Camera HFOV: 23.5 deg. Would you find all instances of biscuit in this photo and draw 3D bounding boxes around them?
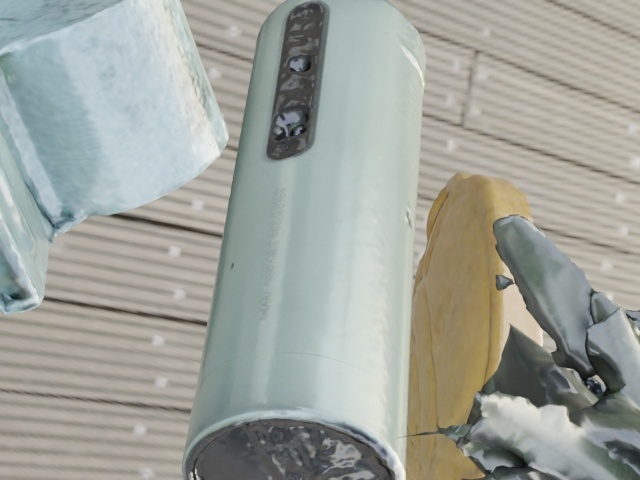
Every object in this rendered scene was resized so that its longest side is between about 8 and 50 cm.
[{"bbox_3d":[0.118,0.119,1.340,0.057,0.312,0.351,7,126,-9],"label":"biscuit"}]

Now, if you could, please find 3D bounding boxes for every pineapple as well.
[{"bbox_3d":[0.173,0.128,0.522,0.364,0.165,0.165,40,67,-11],"label":"pineapple"}]

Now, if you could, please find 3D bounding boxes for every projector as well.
[{"bbox_3d":[0.000,0.000,0.829,0.108,0.108,0.337,52,29,-35],"label":"projector"}]

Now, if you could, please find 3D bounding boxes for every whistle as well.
[{"bbox_3d":[-0.222,-0.095,1.253,0.405,0.188,0.168,-51,130,-49],"label":"whistle"}]
